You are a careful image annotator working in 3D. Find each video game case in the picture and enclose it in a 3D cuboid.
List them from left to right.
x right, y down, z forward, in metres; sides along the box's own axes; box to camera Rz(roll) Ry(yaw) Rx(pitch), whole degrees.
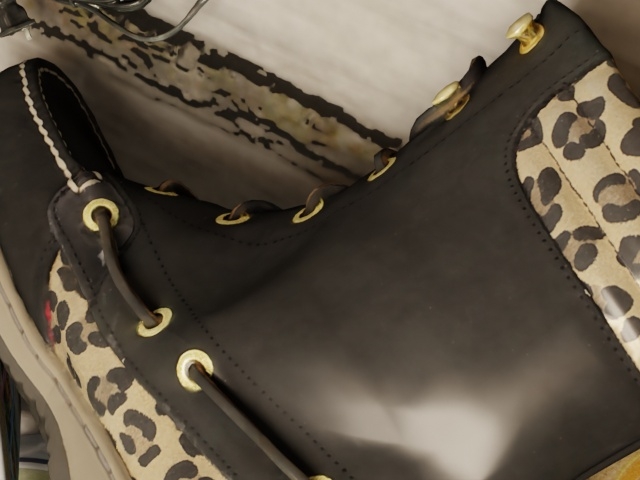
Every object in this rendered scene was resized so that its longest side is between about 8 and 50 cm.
[{"bbox_3d":[-0.169,0.063,0.790,0.019,0.143,0.157,-3,119,-7],"label":"video game case"}]

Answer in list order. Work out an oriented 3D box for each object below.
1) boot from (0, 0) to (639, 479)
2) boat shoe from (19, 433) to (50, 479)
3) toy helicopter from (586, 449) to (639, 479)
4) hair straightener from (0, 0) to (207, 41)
[{"bbox_3d":[0.000,0.000,0.674,0.284,0.138,0.377,-35,49,8],"label":"boot"},{"bbox_3d":[-0.119,0.173,0.832,0.302,0.094,0.109,1,107,27],"label":"boat shoe"},{"bbox_3d":[0.153,0.258,0.684,0.235,0.140,0.355,-7,86,2],"label":"toy helicopter"},{"bbox_3d":[-0.135,-0.144,0.771,0.230,0.047,0.089,11,112,19],"label":"hair straightener"}]
